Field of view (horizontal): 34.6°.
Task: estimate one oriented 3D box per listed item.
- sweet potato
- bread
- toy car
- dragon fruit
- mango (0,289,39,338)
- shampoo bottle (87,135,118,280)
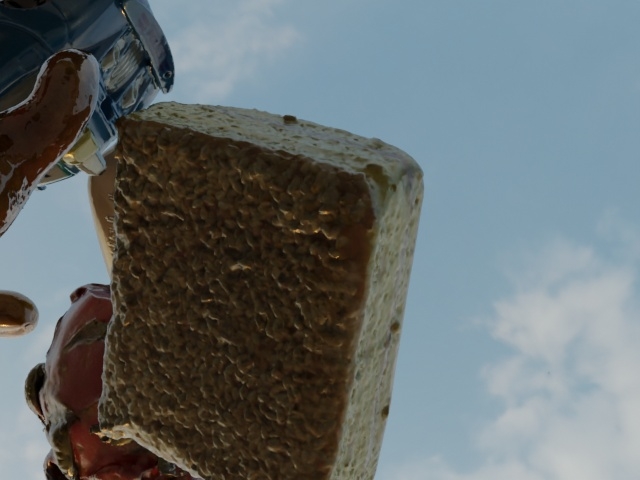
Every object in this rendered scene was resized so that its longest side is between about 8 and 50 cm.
[{"bbox_3d":[-0.189,-0.048,0.612,0.058,0.055,0.202,29,-121,-3],"label":"sweet potato"},{"bbox_3d":[-0.038,0.040,0.658,0.184,0.110,0.234,17,-68,21],"label":"bread"},{"bbox_3d":[-0.275,-0.121,0.958,0.314,0.198,0.166,-43,-116,-15],"label":"toy car"},{"bbox_3d":[-0.211,0.198,1.188,0.269,0.250,0.291,13,-79,34],"label":"dragon fruit"},{"bbox_3d":[-0.443,0.097,1.404,0.114,0.080,0.061,16,-120,-14],"label":"mango"},{"bbox_3d":[-0.260,-0.048,1.431,0.127,0.257,0.078,6,-140,-3],"label":"shampoo bottle"}]
